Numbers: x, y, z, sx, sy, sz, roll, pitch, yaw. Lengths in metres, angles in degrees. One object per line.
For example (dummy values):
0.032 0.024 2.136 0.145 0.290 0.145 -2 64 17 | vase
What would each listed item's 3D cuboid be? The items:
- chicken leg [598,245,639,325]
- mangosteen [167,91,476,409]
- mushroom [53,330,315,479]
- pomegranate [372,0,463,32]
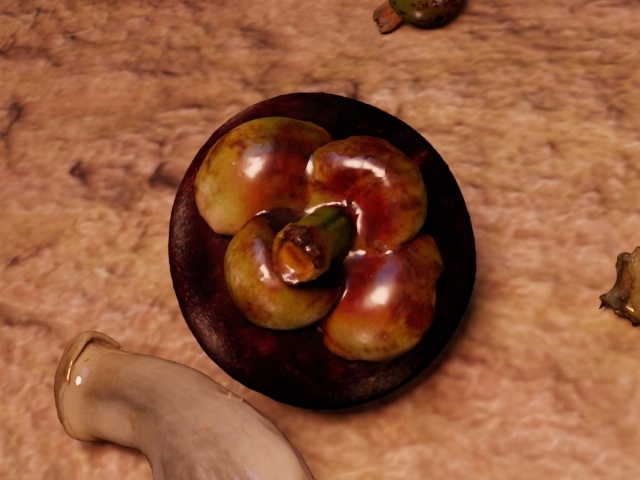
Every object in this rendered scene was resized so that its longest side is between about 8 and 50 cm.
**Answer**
0.263 0.017 0.676 0.227 0.103 0.088 5 65 31 | chicken leg
0.000 0.000 0.707 0.194 0.230 0.194 0 78 0 | mangosteen
-0.086 0.121 0.729 0.223 0.081 0.092 35 89 40 | mushroom
0.080 -0.204 0.996 0.084 0.073 0.073 -45 45 2 | pomegranate
